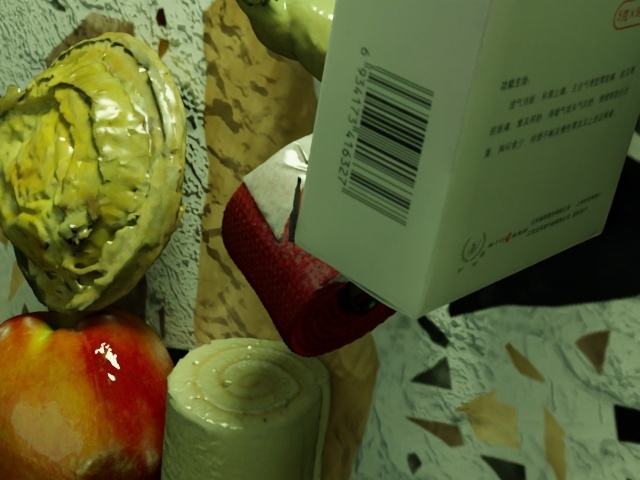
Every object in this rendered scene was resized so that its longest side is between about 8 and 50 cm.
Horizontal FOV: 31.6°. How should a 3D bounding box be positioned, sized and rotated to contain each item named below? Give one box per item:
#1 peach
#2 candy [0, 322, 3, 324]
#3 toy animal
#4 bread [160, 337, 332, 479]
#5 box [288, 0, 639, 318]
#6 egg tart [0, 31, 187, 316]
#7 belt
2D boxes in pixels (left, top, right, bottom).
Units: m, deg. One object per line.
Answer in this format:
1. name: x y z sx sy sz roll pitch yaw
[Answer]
1. peach: -0.234 0.179 1.122 0.243 0.200 0.243 14 111 39
2. candy: -0.450 0.102 1.298 0.324 0.097 0.097 17 124 -1
3. toy animal: 0.017 -0.140 0.838 0.219 0.103 0.101 41 149 27
4. bread: -0.068 0.177 0.983 0.134 0.148 0.141 22 119 31
5. box: 0.109 -0.125 0.651 0.106 0.200 0.299 32 125 33
6. egg tart: -0.243 -0.068 1.071 0.291 0.107 0.290 -6 81 43
7. belt: 0.000 0.000 0.837 0.124 0.128 0.201 56 173 17
